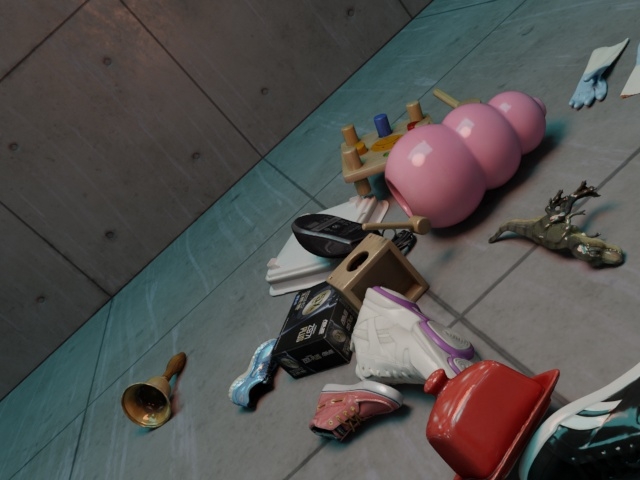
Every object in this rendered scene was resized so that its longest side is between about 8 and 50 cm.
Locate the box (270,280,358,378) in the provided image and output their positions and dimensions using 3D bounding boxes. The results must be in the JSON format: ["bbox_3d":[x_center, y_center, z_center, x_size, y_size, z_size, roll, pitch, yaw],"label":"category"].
[{"bbox_3d":[0.001,0.168,1.137,0.147,0.077,0.180,-25,27,36],"label":"box"}]

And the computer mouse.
[{"bbox_3d":[0.049,0.009,1.243,0.272,0.072,0.188,18,31,38],"label":"computer mouse"}]

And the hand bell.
[{"bbox_3d":[-0.403,0.357,1.483,0.126,0.126,0.242,-36,11,17],"label":"hand bell"}]

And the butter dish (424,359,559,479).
[{"bbox_3d":[0.175,0.196,0.667,0.160,0.118,0.160,-51,-11,-18],"label":"butter dish"}]

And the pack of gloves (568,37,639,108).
[{"bbox_3d":[0.599,-0.361,1.140,0.195,0.046,0.232,-14,35,52],"label":"pack of gloves"}]

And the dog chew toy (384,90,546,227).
[{"bbox_3d":[0.294,-0.171,1.125,0.331,0.207,0.206,-33,22,0],"label":"dog chew toy"}]

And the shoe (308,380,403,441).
[{"bbox_3d":[0.052,0.269,0.890,0.178,0.063,0.081,-19,37,51],"label":"shoe"}]

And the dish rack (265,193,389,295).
[{"bbox_3d":[0.000,0.000,1.469,0.332,0.072,0.286,-16,33,47],"label":"dish rack"}]

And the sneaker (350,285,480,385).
[{"bbox_3d":[0.136,0.183,0.881,0.152,0.114,0.305,-63,22,5],"label":"sneaker"}]

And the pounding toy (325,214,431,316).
[{"bbox_3d":[0.113,0.031,1.057,0.206,0.181,0.094,-46,21,-8],"label":"pounding toy"}]

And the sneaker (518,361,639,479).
[{"bbox_3d":[0.302,0.202,0.550,0.217,0.079,0.121,-41,22,5],"label":"sneaker"}]

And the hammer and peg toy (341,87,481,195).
[{"bbox_3d":[0.226,-0.257,1.455,0.361,0.127,0.266,-19,27,9],"label":"hammer and peg toy"}]

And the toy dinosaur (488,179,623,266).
[{"bbox_3d":[0.370,-0.031,0.902,0.118,0.064,0.268,-52,19,-5],"label":"toy dinosaur"}]

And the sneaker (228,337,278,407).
[{"bbox_3d":[-0.114,0.278,1.182,0.073,0.063,0.162,15,63,45],"label":"sneaker"}]
